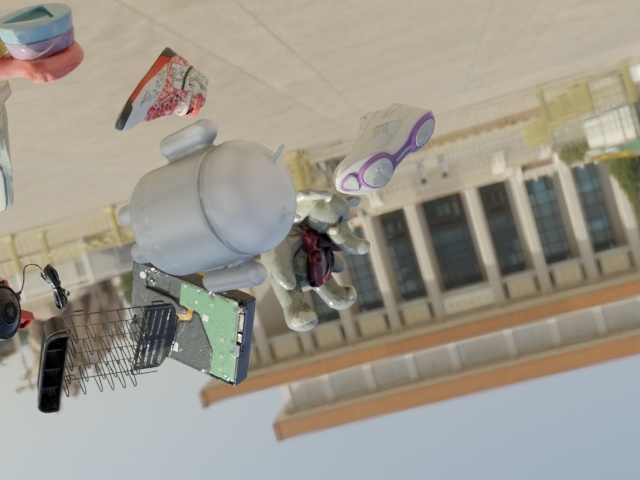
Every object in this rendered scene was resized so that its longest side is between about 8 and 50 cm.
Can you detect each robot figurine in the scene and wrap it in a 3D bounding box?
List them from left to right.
[{"bbox_3d":[-0.187,-0.055,1.457,0.354,0.299,0.200,-17,-172,33],"label":"robot figurine"}]

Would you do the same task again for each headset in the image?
[{"bbox_3d":[-0.786,0.180,1.986,0.243,0.185,0.394,11,-144,42],"label":"headset"}]

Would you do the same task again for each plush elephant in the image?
[{"bbox_3d":[0.000,0.000,1.942,0.255,0.330,0.272,-44,162,28],"label":"plush elephant"}]

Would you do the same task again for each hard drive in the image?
[{"bbox_3d":[-0.321,0.194,2.078,0.339,0.236,0.064,19,-154,25],"label":"hard drive"}]

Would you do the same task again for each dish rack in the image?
[{"bbox_3d":[-0.395,0.211,1.581,0.272,0.074,0.208,-6,134,-31],"label":"dish rack"}]

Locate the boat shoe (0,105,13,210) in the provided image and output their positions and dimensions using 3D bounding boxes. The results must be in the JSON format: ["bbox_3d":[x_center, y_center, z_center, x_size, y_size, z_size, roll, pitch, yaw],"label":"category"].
[{"bbox_3d":[-0.719,-0.176,1.732,0.156,0.186,0.500,-7,171,-18],"label":"boat shoe"}]

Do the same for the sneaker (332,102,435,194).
[{"bbox_3d":[0.123,-0.213,1.928,0.152,0.114,0.305,31,-122,34],"label":"sneaker"}]

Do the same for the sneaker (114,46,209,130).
[{"bbox_3d":[-0.345,-0.313,1.891,0.090,0.145,0.270,-40,-159,46],"label":"sneaker"}]

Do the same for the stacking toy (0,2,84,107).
[{"bbox_3d":[-0.584,-0.334,1.419,0.309,0.130,0.279,6,-143,21],"label":"stacking toy"}]

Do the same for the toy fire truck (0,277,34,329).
[{"bbox_3d":[-0.837,0.152,2.154,0.047,0.135,0.192,-41,148,16],"label":"toy fire truck"}]
